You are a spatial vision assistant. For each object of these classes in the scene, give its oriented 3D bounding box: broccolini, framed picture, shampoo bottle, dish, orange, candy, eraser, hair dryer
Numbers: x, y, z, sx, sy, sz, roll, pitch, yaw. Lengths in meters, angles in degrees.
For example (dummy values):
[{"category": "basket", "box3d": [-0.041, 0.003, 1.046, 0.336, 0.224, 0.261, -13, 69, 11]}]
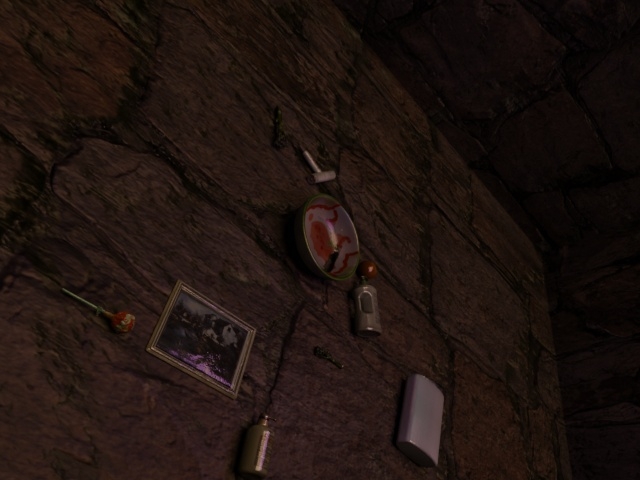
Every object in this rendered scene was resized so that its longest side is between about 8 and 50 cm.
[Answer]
[{"category": "broccolini", "box3d": [-0.156, -0.447, 1.954, 0.058, 0.067, 0.216, 32, 38, -39]}, {"category": "framed picture", "box3d": [-0.309, 0.269, 1.356, 0.296, 0.019, 0.232, 40, 43, -28]}, {"category": "broccolini", "box3d": [0.031, 0.403, 1.673, 0.140, 0.030, 0.035, 45, 48, -28]}, {"category": "shampoo bottle", "box3d": [0.171, 0.244, 1.880, 0.118, 0.087, 0.234, 24, 51, -41]}, {"category": "dish", "box3d": [0.000, 0.000, 1.806, 0.324, 0.124, 0.324, 25, 56, -44]}, {"category": "orange", "box3d": [0.190, 0.118, 1.989, 0.085, 0.085, 0.085, 28, 49, -37]}, {"category": "candy", "box3d": [-0.520, 0.161, 1.157, 0.185, 0.049, 0.055, 36, 88, -22]}, {"category": "eraser", "box3d": [0.380, 0.669, 1.856, 0.189, 0.104, 0.290, 49, 39, -24]}, {"category": "shampoo bottle", "box3d": [-0.165, 0.540, 1.310, 0.079, 0.079, 0.162, 37, 43, -30]}, {"category": "hair dryer", "box3d": [-0.026, -0.323, 2.036, 0.155, 0.044, 0.183, -19, 80, -55]}]
